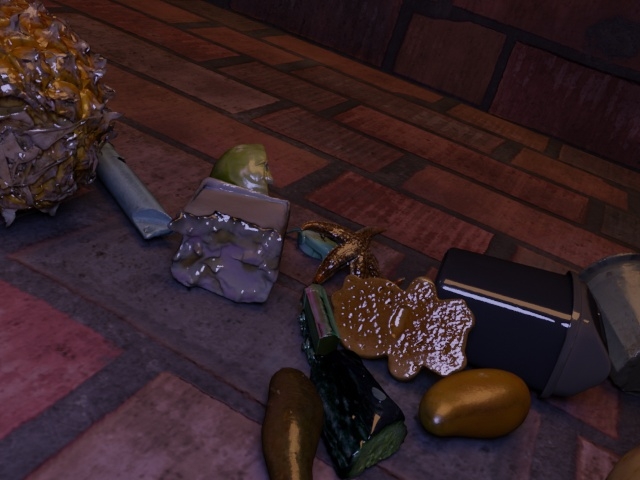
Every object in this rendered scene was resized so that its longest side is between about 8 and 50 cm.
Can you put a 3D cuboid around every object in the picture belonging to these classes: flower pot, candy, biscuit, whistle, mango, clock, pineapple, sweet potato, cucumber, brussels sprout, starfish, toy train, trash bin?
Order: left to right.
[{"bbox_3d":[-0.490,-0.207,1.105,0.352,0.352,0.300,3,37,-30],"label":"pineapple"},{"bbox_3d":[-0.351,-0.092,1.268,0.062,0.062,0.312,-3,33,-37],"label":"whistle"},{"bbox_3d":[-0.148,-0.005,1.141,0.185,0.137,0.195,16,24,-5],"label":"candy"},{"bbox_3d":[-0.159,-0.113,1.351,0.122,0.149,0.151,-6,-8,-14],"label":"brussels sprout"},{"bbox_3d":[-0.030,0.232,0.821,0.077,0.077,0.243,14,24,-10],"label":"sweet potato"},{"bbox_3d":[-0.005,0.130,1.041,0.038,0.071,0.148,11,27,-17],"label":"toy train"},{"bbox_3d":[0.000,0.000,1.341,0.135,0.041,0.101,32,30,29],"label":"clock"},{"bbox_3d":[0.065,0.020,1.267,0.213,0.057,0.238,45,47,-6],"label":"starfish"},{"bbox_3d":[0.053,0.216,0.907,0.115,0.085,0.193,6,23,-22],"label":"cucumber"},{"bbox_3d":[0.119,0.130,1.063,0.225,0.166,0.036,10,-14,15],"label":"biscuit"},{"bbox_3d":[0.213,0.233,0.974,0.184,0.085,0.102,-7,38,-25],"label":"mango"},{"bbox_3d":[0.323,0.130,1.144,0.290,0.182,0.209,17,26,10],"label":"trash bin"},{"bbox_3d":[0.562,0.165,1.245,0.212,0.212,0.202,12,41,-13],"label":"flower pot"}]

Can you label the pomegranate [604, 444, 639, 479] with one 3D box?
[{"bbox_3d":[0.424,0.349,0.649,0.342,0.342,0.342,15,26,-7],"label":"pomegranate"}]
